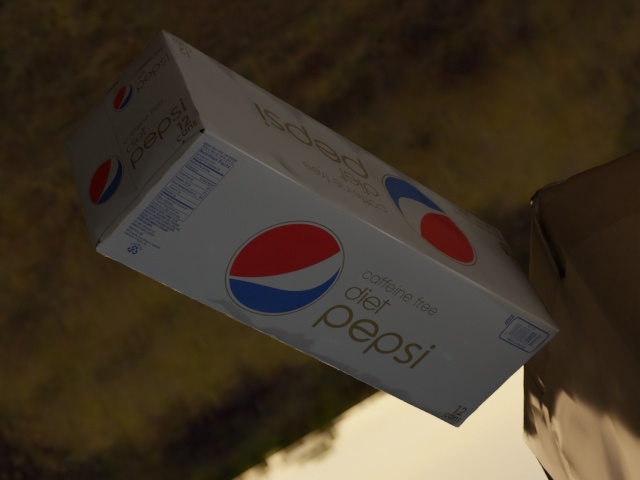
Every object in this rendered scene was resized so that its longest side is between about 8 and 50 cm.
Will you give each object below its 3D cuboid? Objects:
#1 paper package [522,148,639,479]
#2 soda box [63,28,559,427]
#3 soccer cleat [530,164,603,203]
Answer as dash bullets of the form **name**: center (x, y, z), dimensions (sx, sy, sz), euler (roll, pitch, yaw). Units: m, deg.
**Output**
- **paper package**: center (0.280, 0.048, 0.949), dimensions (0.324, 0.168, 0.309), euler (-24, 152, -8)
- **soda box**: center (0.000, 0.000, 0.801), dimensions (0.216, 0.074, 0.069), euler (29, 114, -38)
- **soccer cleat**: center (0.271, 0.018, 1.433), dimensions (0.116, 0.109, 0.318), euler (-27, -152, -7)
